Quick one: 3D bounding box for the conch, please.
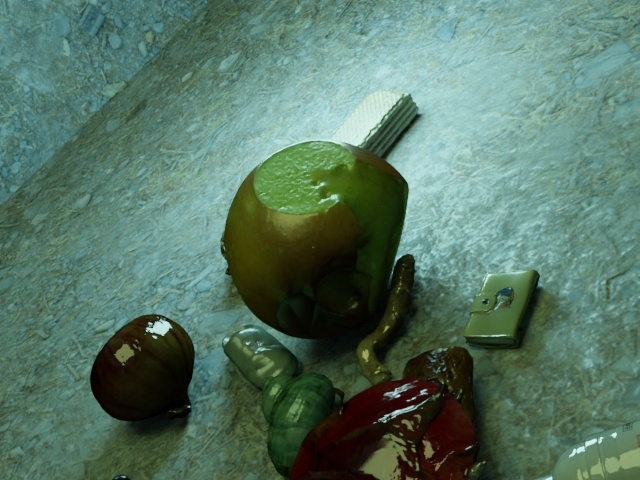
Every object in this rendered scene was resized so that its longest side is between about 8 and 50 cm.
[{"bbox_3d":[-0.043,0.315,1.864,0.176,0.122,0.188,-56,25,14],"label":"conch"}]

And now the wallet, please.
[{"bbox_3d":[0.320,0.121,1.848,0.110,0.039,0.155,-3,44,36],"label":"wallet"}]

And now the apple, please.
[{"bbox_3d":[0.000,0.000,2.013,0.384,0.374,0.374,-36,30,22],"label":"apple"}]

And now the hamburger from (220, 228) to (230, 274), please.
[{"bbox_3d":[-0.167,0.001,2.382,0.164,0.093,0.190,-45,31,32],"label":"hamburger"}]

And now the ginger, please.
[{"bbox_3d":[0.132,0.144,1.967,0.089,0.075,0.288,116,178,-53],"label":"ginger"}]

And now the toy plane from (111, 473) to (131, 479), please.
[{"bbox_3d":[-0.394,0.486,1.892,0.271,0.105,0.254,4,3,-9],"label":"toy plane"}]

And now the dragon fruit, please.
[{"bbox_3d":[0.093,0.318,1.604,0.343,0.100,0.282,11,65,44],"label":"dragon fruit"}]

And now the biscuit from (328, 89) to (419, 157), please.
[{"bbox_3d":[0.063,-0.192,2.467,0.144,0.078,0.426,13,57,50],"label":"biscuit"}]

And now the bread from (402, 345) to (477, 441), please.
[{"bbox_3d":[0.192,0.266,1.717,0.132,0.103,0.172,-21,34,22],"label":"bread"}]

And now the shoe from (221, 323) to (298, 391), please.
[{"bbox_3d":[-0.137,0.218,2.098,0.103,0.100,0.251,-43,30,-13],"label":"shoe"}]

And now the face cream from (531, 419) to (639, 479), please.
[{"bbox_3d":[0.408,0.321,1.401,0.369,0.145,0.145,-21,34,23],"label":"face cream"}]

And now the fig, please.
[{"bbox_3d":[-0.362,0.270,2.163,0.235,0.214,0.235,-51,20,27],"label":"fig"}]
